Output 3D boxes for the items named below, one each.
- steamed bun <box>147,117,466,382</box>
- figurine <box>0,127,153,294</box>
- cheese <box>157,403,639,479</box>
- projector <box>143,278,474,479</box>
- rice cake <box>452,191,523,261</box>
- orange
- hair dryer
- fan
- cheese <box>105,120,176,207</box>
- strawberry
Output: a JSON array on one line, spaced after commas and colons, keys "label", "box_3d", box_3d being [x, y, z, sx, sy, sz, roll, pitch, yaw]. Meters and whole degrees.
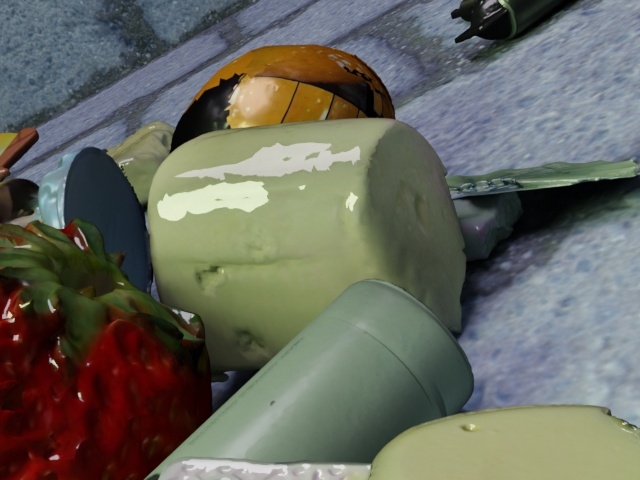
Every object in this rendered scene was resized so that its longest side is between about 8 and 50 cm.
[{"label": "steamed bun", "box_3d": [0.000, 0.000, 0.750, 0.225, 0.200, 0.170, -2, 26, 23]}, {"label": "figurine", "box_3d": [-0.374, 0.041, 1.017, 0.388, 0.248, 0.276, -12, 57, 11]}, {"label": "cheese", "box_3d": [0.045, 0.120, 0.461, 0.255, 0.050, 0.127, 1, 27, 13]}, {"label": "projector", "box_3d": [-0.053, 0.162, 0.537, 0.337, 0.108, 0.108, -42, 24, -29]}, {"label": "rice cake", "box_3d": [0.060, 0.005, 0.832, 0.222, 0.042, 0.080, -13, 22, 36]}, {"label": "orange", "box_3d": [-0.036, -0.090, 0.946, 0.234, 0.182, 0.234, -32, -4, -3]}, {"label": "hair dryer", "box_3d": [0.223, -0.309, 1.316, 0.195, 0.078, 0.248, -37, 13, -16]}, {"label": "fan", "box_3d": [0.166, -0.052, 0.807, 0.131, 0.009, 0.240, -15, 9, -38]}, {"label": "cheese", "box_3d": [-0.319, -0.071, 1.425, 0.263, 0.093, 0.159, -25, 19, 16]}, {"label": "strawberry", "box_3d": [-0.217, 0.130, 0.665, 0.277, 0.257, 0.257, -63, 18, 12]}]
